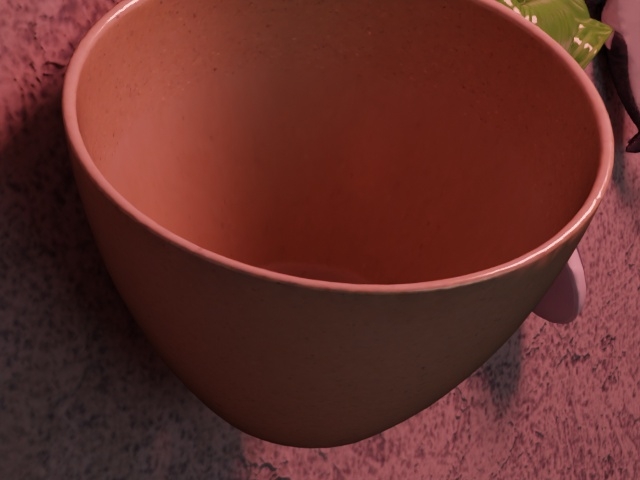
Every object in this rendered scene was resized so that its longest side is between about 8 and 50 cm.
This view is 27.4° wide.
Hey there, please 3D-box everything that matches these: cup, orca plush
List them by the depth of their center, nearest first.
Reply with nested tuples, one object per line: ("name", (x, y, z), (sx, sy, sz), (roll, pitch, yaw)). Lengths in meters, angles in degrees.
("cup", (0.000, 0.000, 0.865), (0.331, 0.331, 0.237), (-39, 149, -40))
("orca plush", (0.357, -0.241, 1.378), (0.102, 0.151, 0.287), (-77, 149, -60))

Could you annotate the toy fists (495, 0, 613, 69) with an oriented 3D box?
("toy fists", (0.133, -0.147, 1.097), (0.142, 0.096, 0.279), (39, 59, 1))

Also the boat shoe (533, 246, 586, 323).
("boat shoe", (0.205, -0.039, 1.231), (0.084, 0.095, 0.258), (-44, 128, -31))
